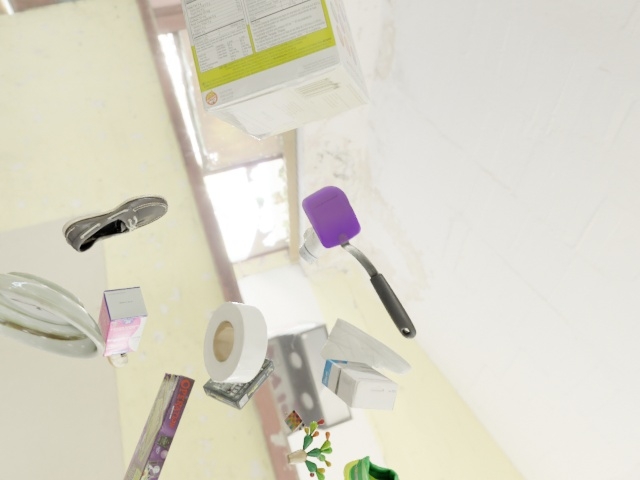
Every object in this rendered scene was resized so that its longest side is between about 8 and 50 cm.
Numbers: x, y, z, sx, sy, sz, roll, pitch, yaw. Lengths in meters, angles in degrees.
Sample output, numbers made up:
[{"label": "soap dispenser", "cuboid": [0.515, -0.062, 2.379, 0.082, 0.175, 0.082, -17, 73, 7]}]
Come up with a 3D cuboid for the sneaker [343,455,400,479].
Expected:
[{"label": "sneaker", "cuboid": [0.198, 0.749, 1.589, 0.295, 0.123, 0.109, 44, 22, -7]}]

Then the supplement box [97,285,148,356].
[{"label": "supplement box", "cuboid": [-0.627, 0.257, 1.707, 0.113, 0.111, 0.220, 63, -38, 30]}]

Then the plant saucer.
[{"label": "plant saucer", "cuboid": [-0.729, 0.176, 1.389, 0.400, 0.401, 0.100, 94, 10, -57]}]

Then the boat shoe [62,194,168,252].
[{"label": "boat shoe", "cuboid": [-0.387, -0.029, 1.058, 0.065, 0.206, 0.075, 46, -35, 34]}]

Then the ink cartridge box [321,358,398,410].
[{"label": "ink cartridge box", "cuboid": [0.108, 0.405, 1.536, 0.191, 0.140, 0.082, 18, -85, 65]}]

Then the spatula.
[{"label": "spatula", "cuboid": [0.075, 0.043, 0.890, 0.296, 0.084, 0.030, 54, 33, -11]}]

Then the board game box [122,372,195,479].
[{"label": "board game box", "cuboid": [-0.420, 0.510, 1.371, 0.208, 0.056, 0.346, -17, -129, 59]}]

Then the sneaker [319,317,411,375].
[{"label": "sneaker", "cuboid": [0.138, 0.396, 1.763, 0.293, 0.169, 0.108, 29, -2, 26]}]

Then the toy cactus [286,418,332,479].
[{"label": "toy cactus", "cuboid": [-0.042, 0.788, 2.023, 0.112, 0.181, 0.218, 0, -88, 63]}]

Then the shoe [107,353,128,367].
[{"label": "shoe", "cuboid": [-0.698, 0.383, 1.872, 0.219, 0.059, 0.076, 88, 1, -56]}]

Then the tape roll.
[{"label": "tape roll", "cuboid": [-0.308, 0.367, 1.943, 0.286, 0.100, 0.285, -20, -117, 46]}]

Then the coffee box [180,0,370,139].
[{"label": "coffee box", "cuboid": [-0.102, -0.490, 1.369, 0.338, 0.339, 0.334, 5, 70, -74]}]

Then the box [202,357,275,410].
[{"label": "box", "cuboid": [-0.320, 0.543, 2.149, 0.184, 0.232, 0.059, 13, -51, 31]}]

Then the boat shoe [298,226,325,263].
[{"label": "boat shoe", "cuboid": [0.000, 0.000, 1.518, 0.083, 0.076, 0.226, 44, 17, -11]}]

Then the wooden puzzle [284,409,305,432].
[{"label": "wooden puzzle", "cuboid": [-0.084, 0.570, 1.712, 0.083, 0.049, 0.006, 45, 5, 37]}]
